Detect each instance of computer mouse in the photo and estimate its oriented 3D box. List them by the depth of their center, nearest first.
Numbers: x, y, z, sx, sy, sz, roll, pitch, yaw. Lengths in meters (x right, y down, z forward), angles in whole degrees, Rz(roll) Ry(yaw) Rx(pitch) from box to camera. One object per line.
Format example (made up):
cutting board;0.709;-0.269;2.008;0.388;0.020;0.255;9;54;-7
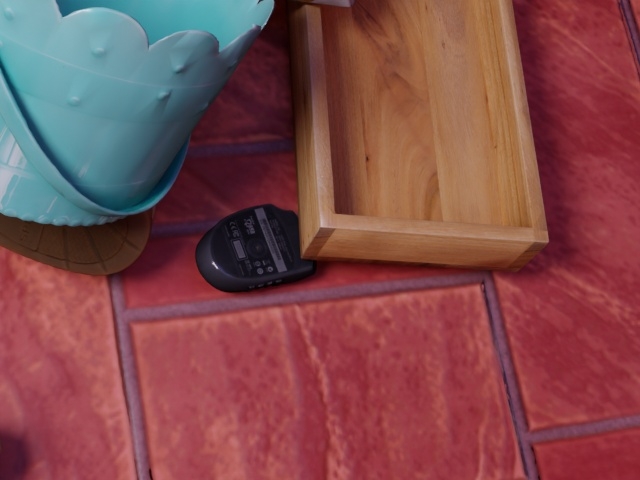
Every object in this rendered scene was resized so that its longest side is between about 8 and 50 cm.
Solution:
computer mouse;0.000;0.000;1.091;0.242;0.041;0.071;-10;70;-27

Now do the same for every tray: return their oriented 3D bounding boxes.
tray;0.074;-0.177;1.132;0.202;0.076;0.411;3;64;-16

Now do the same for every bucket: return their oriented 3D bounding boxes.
bucket;-0.190;-0.153;0.893;0.281;0.183;0.281;24;31;-15

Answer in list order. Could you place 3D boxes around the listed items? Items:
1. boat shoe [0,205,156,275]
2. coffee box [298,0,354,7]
boat shoe;-0.294;-0.077;0.991;0.341;0.122;0.110;24;28;-12
coffee box;-0.089;-0.287;1.051;0.246;0.141;0.098;10;68;17
